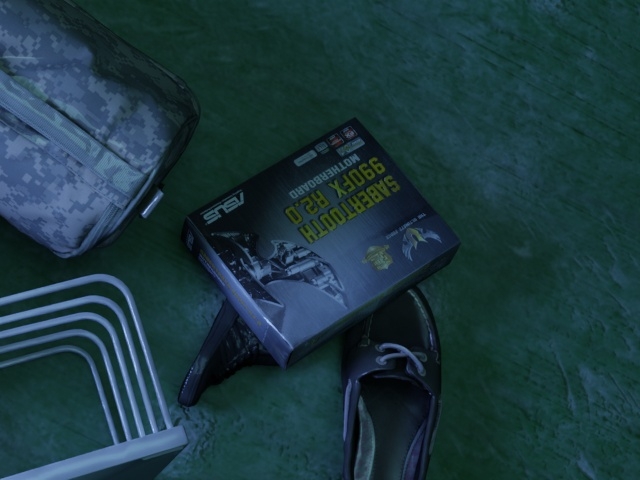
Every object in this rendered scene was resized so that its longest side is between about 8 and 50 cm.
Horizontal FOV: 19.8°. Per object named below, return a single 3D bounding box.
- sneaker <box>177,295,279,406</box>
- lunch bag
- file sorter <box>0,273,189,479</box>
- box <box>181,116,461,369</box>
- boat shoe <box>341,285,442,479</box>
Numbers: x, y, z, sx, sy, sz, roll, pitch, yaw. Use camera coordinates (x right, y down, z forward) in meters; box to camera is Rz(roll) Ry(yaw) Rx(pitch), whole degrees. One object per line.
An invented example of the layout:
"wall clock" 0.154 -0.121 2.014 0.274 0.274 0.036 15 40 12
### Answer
"sneaker" -0.074 0.110 1.882 0.089 0.051 0.170 28 68 -3
"lunch bag" -0.277 -0.133 1.754 0.305 0.256 0.212 37 90 -7
"file sorter" -0.260 0.162 1.702 0.192 0.278 0.173 -14 77 -19
"box" 0.000 0.000 1.895 0.231 0.056 0.183 -31 71 -25
"boat shoe" 0.075 0.193 1.881 0.112 0.095 0.335 12 74 -13
